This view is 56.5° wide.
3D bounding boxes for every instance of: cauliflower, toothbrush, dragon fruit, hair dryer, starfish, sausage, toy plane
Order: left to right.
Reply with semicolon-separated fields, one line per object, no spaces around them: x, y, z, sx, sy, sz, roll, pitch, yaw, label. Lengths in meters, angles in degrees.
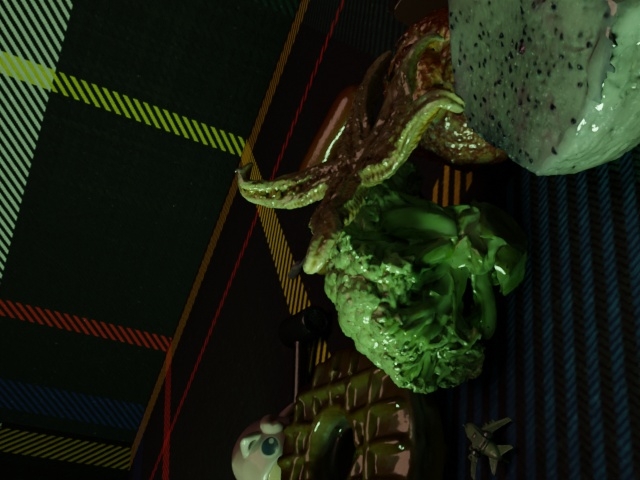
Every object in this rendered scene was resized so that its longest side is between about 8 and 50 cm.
-0.032;0.265;1.212;0.128;0.069;0.256;-41;45;55;hair dryer
0.000;0.000;1.377;0.354;0.024;0.029;-49;22;49;toothbrush
0.027;-0.237;1.412;0.089;0.083;0.300;-87;23;-65;sausage
0.032;-0.104;0.708;0.327;0.094;0.375;-27;33;29;starfish
0.135;0.037;0.750;0.250;0.275;0.272;-23;17;20;cauliflower
0.186;0.231;0.683;0.080;0.033;0.083;-60;21;2;toy plane
0.272;-0.202;0.601;0.283;0.203;0.221;-119;19;-50;dragon fruit

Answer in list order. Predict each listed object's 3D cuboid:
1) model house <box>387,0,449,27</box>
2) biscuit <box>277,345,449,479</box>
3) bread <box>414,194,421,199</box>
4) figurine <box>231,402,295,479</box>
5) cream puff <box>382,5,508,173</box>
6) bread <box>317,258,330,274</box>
0.203;-0.381;0.997;0.248;0.176;0.181;-76;12;-63;model house
0.048;0.308;0.843;0.332;0.103;0.332;-43;36;42;biscuit
0.112;0.001;1.066;0.228;0.033;0.229;-52;28;43;bread
-0.062;0.441;1.050;0.186;0.176;0.288;12;103;29;figurine
0.185;-0.212;0.816;0.240;0.163;0.240;0;90;54;cream puff
0.020;0.007;1.220;0.149;0.073;0.122;-106;27;-66;bread
